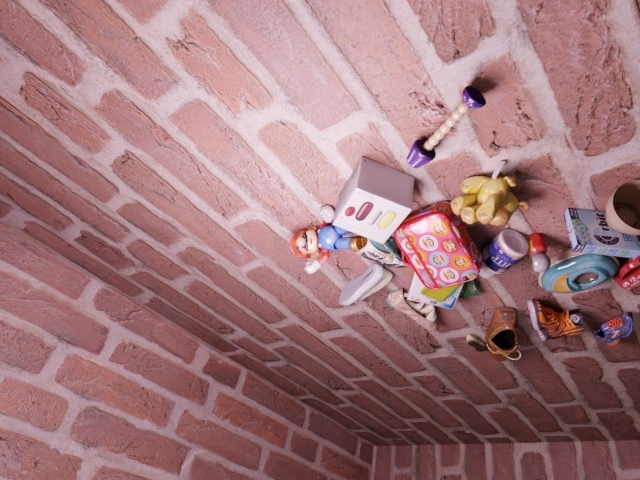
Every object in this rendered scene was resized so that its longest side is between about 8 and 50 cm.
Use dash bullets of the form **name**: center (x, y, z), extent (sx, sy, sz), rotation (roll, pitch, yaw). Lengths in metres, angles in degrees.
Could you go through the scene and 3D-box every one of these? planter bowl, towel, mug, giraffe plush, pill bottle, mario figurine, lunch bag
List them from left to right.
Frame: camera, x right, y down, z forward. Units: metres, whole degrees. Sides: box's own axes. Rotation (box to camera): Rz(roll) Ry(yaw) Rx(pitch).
- **mario figurine**: center (0.000, 0.000, 1.606), extent (0.320, 0.198, 0.170), rotation (-14, 131, 38)
- **lunch bag**: center (0.397, 0.026, 1.541), extent (0.258, 0.120, 0.293), rotation (-23, 108, 39)
- **towel**: center (0.488, 0.157, 1.680), extent (0.102, 0.021, 0.237), rotation (26, 133, -5)
- **giraffe plush**: center (0.544, -0.119, 1.371), extent (0.170, 0.181, 0.210), rotation (31, 104, -37)
- **pill bottle**: center (0.641, 0.055, 1.568), extent (0.112, 0.112, 0.187), rotation (18, 141, -6)
- **planter bowl**: center (0.926, -0.083, 1.300), extent (0.162, 0.162, 0.109), rotation (6, 161, 8)
- **mug**: center (1.084, 0.087, 1.496), extent (0.150, 0.113, 0.169), rotation (15, 146, -1)

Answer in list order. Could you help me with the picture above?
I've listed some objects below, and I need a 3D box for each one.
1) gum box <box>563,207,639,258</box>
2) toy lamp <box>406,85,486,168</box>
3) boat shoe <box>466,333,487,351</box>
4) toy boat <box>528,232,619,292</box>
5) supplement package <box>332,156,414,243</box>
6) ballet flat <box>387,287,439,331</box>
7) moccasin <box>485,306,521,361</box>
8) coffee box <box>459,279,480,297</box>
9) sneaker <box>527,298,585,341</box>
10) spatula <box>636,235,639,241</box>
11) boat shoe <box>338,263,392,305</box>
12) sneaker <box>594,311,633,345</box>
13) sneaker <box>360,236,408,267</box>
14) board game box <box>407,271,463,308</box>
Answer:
- **gum box**: center (0.876, -0.026, 1.367), extent (0.184, 0.157, 0.041), rotation (6, 141, 8)
- **toy lamp**: center (0.343, -0.307, 1.235), extent (0.080, 0.080, 0.275), rotation (26, 138, -16)
- **boat shoe**: center (0.765, 0.502, 2.146), extent (0.153, 0.048, 0.056), rotation (30, 127, -30)
- **toy boat**: center (0.849, 0.096, 1.532), extent (0.318, 0.148, 0.267), rotation (26, 140, -17)
- **supplement package**: center (0.173, -0.127, 1.441), extent (0.194, 0.149, 0.203), rotation (20, 142, -9)
- **ballet flat**: center (0.441, 0.308, 1.946), extent (0.316, 0.107, 0.106), rotation (30, 125, -22)
- **moccasin**: center (0.830, 0.454, 1.977), extent (0.139, 0.147, 0.380), rotation (4, 141, 11)
- **coffee box**: center (0.557, 0.195, 1.818), extent (0.184, 0.040, 0.113), rotation (-14, 132, 30)
- **sneaker**: center (0.973, 0.312, 1.806), extent (0.180, 0.125, 0.321), rotation (-19, 143, 28)
- **spatula**: center (1.132, -0.015, 1.387), extent (0.296, 0.030, 0.084), rotation (-2, 140, 8)
- **boat shoe**: center (0.189, 0.209, 1.887), extent (0.094, 0.109, 0.302), rotation (26, 137, -20)
- **sneaker**: center (1.222, 0.367, 1.822), extent (0.087, 0.083, 0.221), rotation (14, 139, 11)
- **sneaker**: center (0.261, 0.038, 1.659), extent (0.107, 0.110, 0.275), rotation (0, 161, 42)
- **board game box**: center (0.467, 0.140, 1.724), extent (0.193, 0.053, 0.305), rotation (12, 133, 7)
